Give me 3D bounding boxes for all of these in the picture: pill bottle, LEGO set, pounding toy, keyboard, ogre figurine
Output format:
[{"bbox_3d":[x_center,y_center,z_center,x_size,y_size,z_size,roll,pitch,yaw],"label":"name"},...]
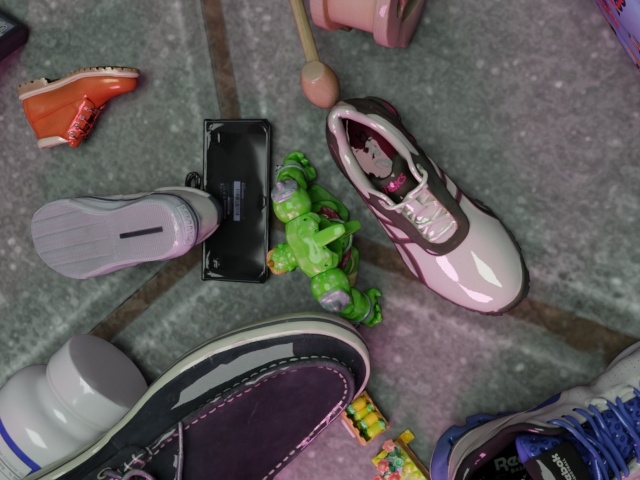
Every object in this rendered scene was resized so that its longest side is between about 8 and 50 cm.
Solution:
[{"bbox_3d":[-0.319,0.236,1.024,0.152,0.152,0.272,46,102,9],"label":"pill bottle"},{"bbox_3d":[0.082,0.301,0.938,0.132,0.107,0.287,-4,92,16],"label":"LEGO set"},{"bbox_3d":[0.025,-0.273,0.885,0.154,0.154,0.270,19,86,14],"label":"pounding toy"},{"bbox_3d":[-0.105,-0.044,1.017,0.108,0.023,0.180,2,92,17],"label":"keyboard"},{"bbox_3d":[0.000,0.000,0.941,0.096,0.118,0.197,-7,90,16],"label":"ogre figurine"}]

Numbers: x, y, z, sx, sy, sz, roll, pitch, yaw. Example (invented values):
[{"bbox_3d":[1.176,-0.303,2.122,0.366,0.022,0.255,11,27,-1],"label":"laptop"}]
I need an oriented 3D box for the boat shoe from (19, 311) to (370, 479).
[{"bbox_3d":[-0.155,0.252,0.906,0.500,0.156,0.187,-33,128,2],"label":"boat shoe"}]

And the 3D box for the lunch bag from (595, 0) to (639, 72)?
[{"bbox_3d":[0.316,-0.182,0.790,0.138,0.221,0.293,-20,87,15],"label":"lunch bag"}]

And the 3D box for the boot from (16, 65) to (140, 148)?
[{"bbox_3d":[-0.267,-0.152,1.043,0.157,0.059,0.085,-11,93,24],"label":"boot"}]

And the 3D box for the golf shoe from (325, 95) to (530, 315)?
[{"bbox_3d":[0.096,-0.028,0.914,0.105,0.120,0.273,-44,83,12],"label":"golf shoe"}]

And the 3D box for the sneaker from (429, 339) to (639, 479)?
[{"bbox_3d":[0.251,0.192,0.838,0.315,0.182,0.127,-25,87,7],"label":"sneaker"}]

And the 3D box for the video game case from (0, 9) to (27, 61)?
[{"bbox_3d":[-0.520,-0.219,1.027,0.248,0.035,0.275,32,57,12],"label":"video game case"}]

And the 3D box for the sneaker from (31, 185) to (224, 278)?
[{"bbox_3d":[-0.216,-0.009,1.020,0.258,0.091,0.094,0,100,36],"label":"sneaker"}]
